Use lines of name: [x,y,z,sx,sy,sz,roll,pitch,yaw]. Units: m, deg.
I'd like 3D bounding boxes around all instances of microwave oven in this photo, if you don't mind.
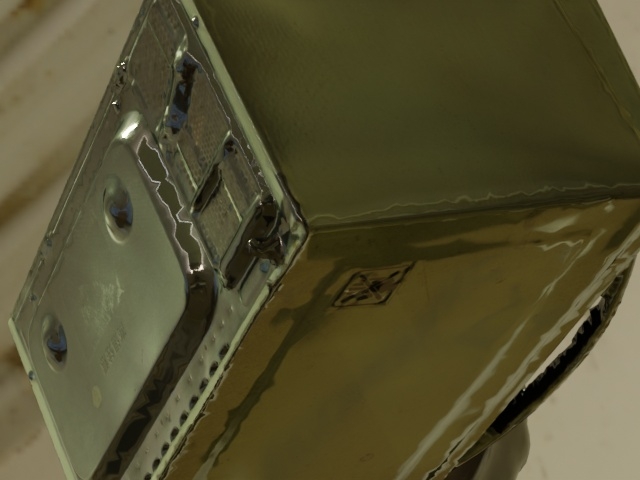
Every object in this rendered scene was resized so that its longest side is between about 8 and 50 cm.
microwave oven: [0.000,0.000,1.220,0.333,0.247,0.394,-5,-33,-31]

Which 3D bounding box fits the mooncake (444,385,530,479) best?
mooncake: [0.048,0.289,1.691,0.246,0.393,0.394,7,-53,39]
